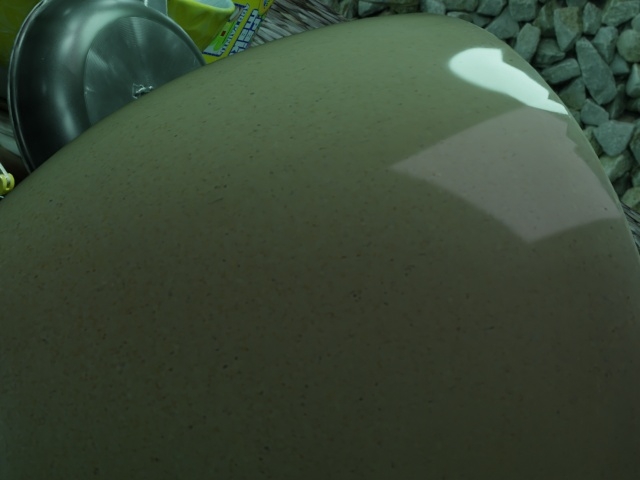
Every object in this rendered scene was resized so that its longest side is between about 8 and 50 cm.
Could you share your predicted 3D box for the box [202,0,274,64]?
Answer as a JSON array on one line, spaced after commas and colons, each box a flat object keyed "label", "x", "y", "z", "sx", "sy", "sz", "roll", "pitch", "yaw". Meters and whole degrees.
[{"label": "box", "x": -0.236, "y": -0.326, "z": 1.556, "sx": 0.290, "sy": 0.177, "sz": 0.279, "roll": 35, "pitch": 15, "yaw": 19}]

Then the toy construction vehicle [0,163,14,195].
[{"label": "toy construction vehicle", "x": -0.254, "y": -0.057, "z": 0.874, "sx": 0.098, "sy": 0.035, "sz": 0.086, "roll": 35, "pitch": 15, "yaw": 17}]

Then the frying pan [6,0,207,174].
[{"label": "frying pan", "x": -0.117, "y": -0.140, "z": 1.009, "sx": 0.197, "sy": 0.053, "sz": 0.326, "roll": 46, "pitch": 48, "yaw": -32}]

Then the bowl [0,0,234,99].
[{"label": "bowl", "x": -0.233, "y": -0.202, "z": 1.171, "sx": 0.289, "sy": 0.156, "sz": 0.289, "roll": 28, "pitch": 14, "yaw": -8}]

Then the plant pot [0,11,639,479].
[{"label": "plant pot", "x": -0.039, "y": 0.063, "z": 0.502, "sx": 0.191, "sy": 0.284, "sz": 0.284, "roll": -7, "pitch": 31, "yaw": -25}]

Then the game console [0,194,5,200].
[{"label": "game console", "x": -0.229, "y": -0.026, "z": 0.743, "sx": 0.122, "sy": 0.071, "sz": 0.107, "roll": 19, "pitch": 18, "yaw": -40}]
